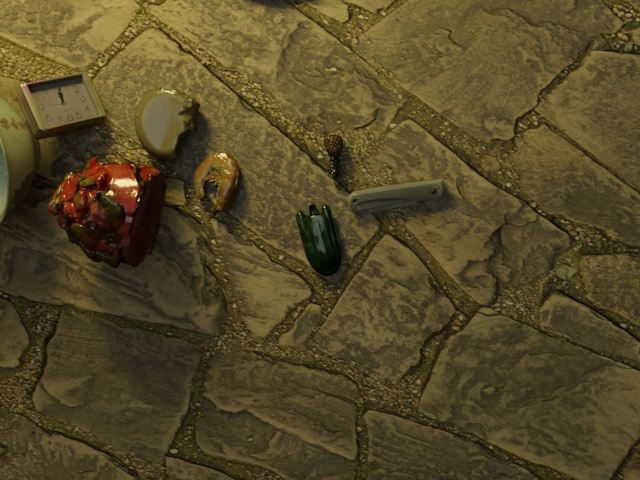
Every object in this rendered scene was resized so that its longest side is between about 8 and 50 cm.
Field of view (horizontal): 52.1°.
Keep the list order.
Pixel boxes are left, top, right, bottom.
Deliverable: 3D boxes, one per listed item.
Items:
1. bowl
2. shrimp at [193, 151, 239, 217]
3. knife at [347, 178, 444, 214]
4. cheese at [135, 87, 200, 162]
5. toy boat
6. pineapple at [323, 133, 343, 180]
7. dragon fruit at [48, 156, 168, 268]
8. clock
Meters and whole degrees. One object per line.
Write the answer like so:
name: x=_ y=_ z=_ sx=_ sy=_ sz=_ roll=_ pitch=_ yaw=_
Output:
bowl: x=-0.913 y=-0.250 z=1.810 sx=0.435 sy=0.196 sz=0.434 roll=12 pitch=114 yaw=29
shrimp: x=-0.295 y=-0.159 z=1.859 sx=0.132 sy=0.052 sz=0.187 roll=9 pitch=91 yaw=17
knife: x=0.208 y=-0.122 z=1.807 sx=0.266 sy=0.040 sz=0.073 roll=-10 pitch=107 yaw=7
cheese: x=-0.431 y=-0.319 z=1.828 sx=0.175 sy=0.091 sz=0.202 roll=13 pitch=100 yaw=4
toy boat: x=0.000 y=0.000 z=1.839 sx=0.104 sy=0.052 sz=0.210 roll=-15 pitch=96 yaw=6
pineapple: x=0.035 y=-0.229 z=1.809 sx=0.058 sy=0.058 sz=0.124 roll=3 pitch=104 yaw=6
dragon fruit: x=-0.577 y=-0.106 z=1.763 sx=0.263 sy=0.296 sz=0.314 roll=17 pitch=112 yaw=1
clock: x=-0.715 y=-0.375 z=1.806 sx=0.192 sy=0.071 sz=0.147 roll=-23 pitch=91 yaw=-36
